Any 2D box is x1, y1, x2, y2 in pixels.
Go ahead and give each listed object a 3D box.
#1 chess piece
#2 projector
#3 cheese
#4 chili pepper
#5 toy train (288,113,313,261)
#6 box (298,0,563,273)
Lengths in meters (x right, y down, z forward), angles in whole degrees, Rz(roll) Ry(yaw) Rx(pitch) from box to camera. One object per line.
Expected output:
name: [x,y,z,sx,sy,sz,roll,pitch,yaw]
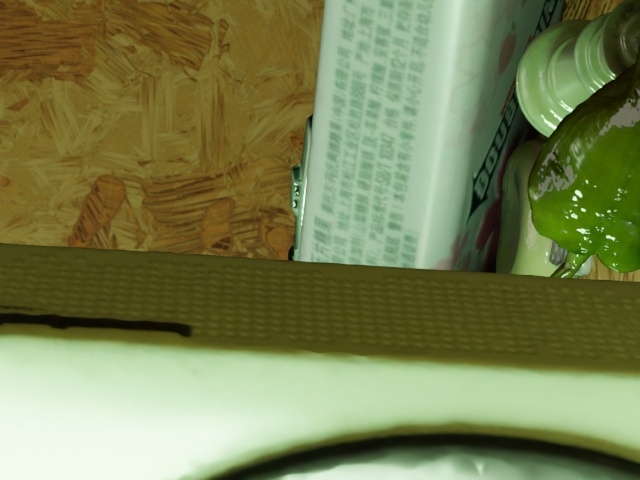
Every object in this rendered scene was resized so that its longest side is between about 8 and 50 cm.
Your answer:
chess piece: [0.131,-0.079,0.782,0.149,0.059,0.059,155,119,-79]
projector: [0.023,0.128,0.442,0.079,0.257,0.259,-91,6,-66]
cheese: [0.124,-0.005,0.952,0.192,0.037,0.097,-123,37,-85]
chili pepper: [0.120,-0.038,0.682,0.072,0.073,0.204,-63,-4,-46]
toy train: [0.000,0.000,1.280,0.043,0.047,0.207,-97,9,-71]
box: [0.067,-0.058,1.074,0.190,0.112,0.370,-49,-29,-47]
